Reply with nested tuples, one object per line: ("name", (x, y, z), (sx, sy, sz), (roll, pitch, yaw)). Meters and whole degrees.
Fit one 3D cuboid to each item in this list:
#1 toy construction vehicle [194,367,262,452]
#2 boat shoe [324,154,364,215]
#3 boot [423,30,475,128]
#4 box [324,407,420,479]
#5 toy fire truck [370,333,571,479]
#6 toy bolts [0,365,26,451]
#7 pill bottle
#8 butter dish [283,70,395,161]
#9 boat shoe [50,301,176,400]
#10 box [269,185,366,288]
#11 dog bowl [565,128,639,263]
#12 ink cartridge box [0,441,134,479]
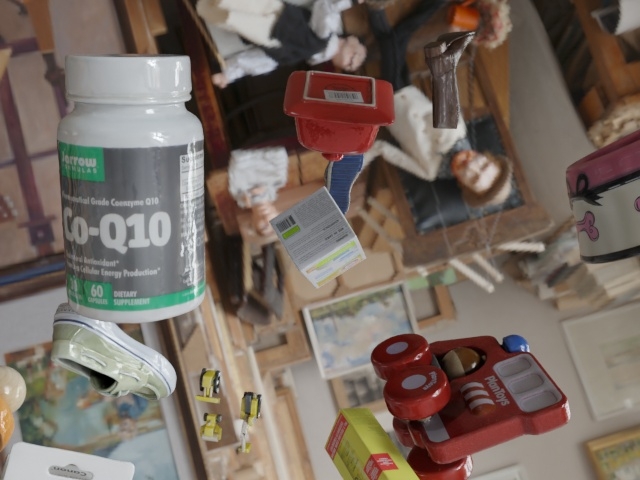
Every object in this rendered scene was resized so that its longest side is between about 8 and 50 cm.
("toy construction vehicle", (-0.124, 0.223, 1.109), (0.085, 0.098, 0.035), (10, -169, 6))
("boat shoe", (0.036, -0.136, 1.690), (0.066, 0.066, 0.183), (5, 125, -17))
("boot", (0.172, -0.207, 1.100), (0.037, 0.114, 0.106), (10, -148, 44))
("box", (0.087, 0.354, 1.268), (0.058, 0.232, 0.087), (7, 116, -30))
("toy fire truck", (0.229, 0.238, 1.340), (0.253, 0.170, 0.302), (-18, -162, 0))
("toy bolts", (-0.472, 0.195, 0.989), (0.218, 0.228, 0.158), (-50, -179, 40))
("pill bottle", (-0.268, -0.081, 1.219), (0.204, 0.361, 0.204), (0, -166, 0))
("butter dish", (0.024, -0.173, 1.263), (0.160, 0.160, 0.118), (6, 123, -1))
("boat shoe", (-0.338, 0.203, 1.372), (0.109, 0.094, 0.302), (-2, 149, 26))
("box", (0.000, 0.000, 1.481), (0.114, 0.103, 0.203), (-32, 166, 0))
("dog bowl", (0.558, -0.116, 1.288), (0.407, 0.150, 0.408), (-26, -179, 0))
("ink cartridge box", (-0.249, 0.273, 0.786), (0.115, 0.198, 0.067), (16, -171, -16))
